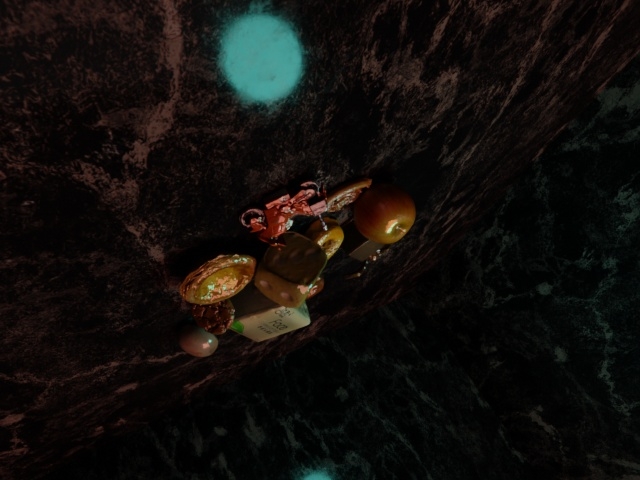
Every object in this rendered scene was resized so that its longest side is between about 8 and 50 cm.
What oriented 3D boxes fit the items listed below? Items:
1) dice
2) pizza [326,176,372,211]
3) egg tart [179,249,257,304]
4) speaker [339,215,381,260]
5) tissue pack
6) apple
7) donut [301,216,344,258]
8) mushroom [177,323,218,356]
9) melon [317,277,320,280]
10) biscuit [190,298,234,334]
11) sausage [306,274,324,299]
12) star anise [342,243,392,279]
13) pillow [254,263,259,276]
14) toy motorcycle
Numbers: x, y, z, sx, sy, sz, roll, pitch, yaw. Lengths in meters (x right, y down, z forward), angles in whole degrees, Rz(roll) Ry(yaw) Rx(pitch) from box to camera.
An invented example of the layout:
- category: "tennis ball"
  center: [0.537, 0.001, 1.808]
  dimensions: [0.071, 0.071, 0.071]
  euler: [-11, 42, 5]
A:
- category: "dice"
  center: [-0.124, 0.124, 1.667]
  dimensions: [0.238, 0.233, 0.226]
  euler: [-57, 176, -35]
- category: "pizza"
  center: [0.093, -0.180, 1.653]
  dimensions: [0.271, 0.056, 0.134]
  euler: [-26, 148, -13]
- category: "egg tart"
  center: [-0.402, 0.124, 1.547]
  dimensions: [0.319, 0.128, 0.319]
  euler: [-28, 156, -14]
- category: "speaker"
  center: [0.198, -0.009, 2.011]
  dimensions: [0.193, 0.153, 0.231]
  euler: [-38, 157, 12]
- category: "tissue pack"
  center: [-0.269, 0.331, 1.934]
  dimensions: [0.332, 0.205, 0.405]
  euler: [-21, 153, 6]
- category: "apple"
  center: [0.280, -0.115, 1.762]
  dimensions: [0.286, 0.233, 0.285]
  euler: [-23, 141, -20]
- category: "donut"
  center: [-0.002, 0.002, 1.846]
  dimensions: [0.254, 0.118, 0.253]
  euler: [-32, 147, -24]
- category: "mushroom"
  center: [-0.594, 0.462, 1.956]
  dimensions: [0.207, 0.209, 0.206]
  euler: [10, 168, 2]
- category: "melon"
  center: [-0.052, 0.158, 2.098]
  dimensions: [0.093, 0.139, 0.202]
  euler: [-41, 168, -48]
- category: "biscuit"
  center: [-0.467, 0.302, 1.716]
  dimensions: [0.226, 0.226, 0.042]
  euler: [-43, 177, 24]
- category: "sausage"
  center: [-0.097, 0.274, 2.249]
  dimensions: [0.259, 0.133, 0.133]
  euler: [-29, 157, -6]
- category: "star anise"
  center: [0.256, 0.092, 2.306]
  dimensions: [0.346, 0.148, 0.237]
  euler: [-44, 154, 4]
- category: "pillow"
  center: [-0.243, 0.121, 1.855]
  dimensions: [0.185, 0.043, 0.118]
  euler: [-18, 156, -40]
- category: "toy motorcycle"
  center: [-0.117, -0.091, 1.464]
  dimensions: [0.326, 0.147, 0.221]
  euler: [-26, 135, -1]
